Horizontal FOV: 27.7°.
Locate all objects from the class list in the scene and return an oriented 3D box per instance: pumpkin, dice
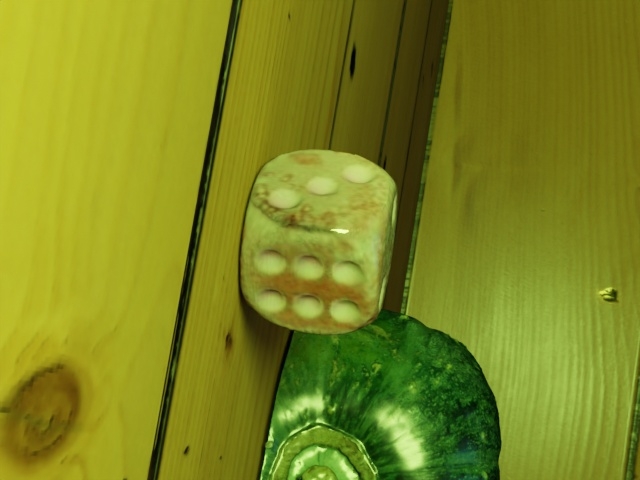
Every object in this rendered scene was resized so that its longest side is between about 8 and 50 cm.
[{"bbox_3d":[0.057,0.209,1.150,0.263,0.197,0.293,82,20,-74],"label":"pumpkin"},{"bbox_3d":[0.000,0.000,0.853,0.091,0.093,0.094,-74,168,-48],"label":"dice"}]
